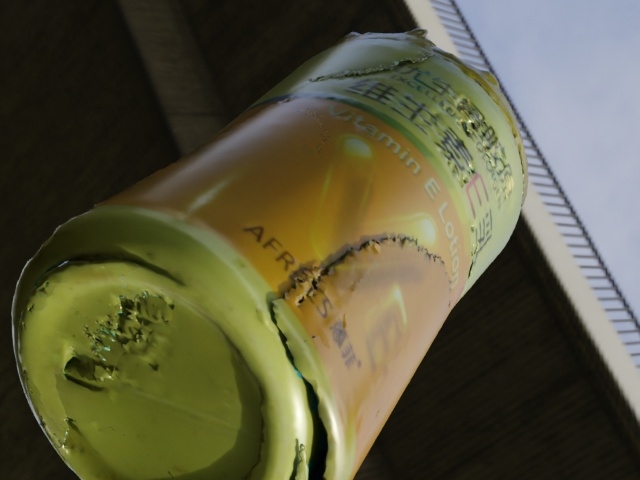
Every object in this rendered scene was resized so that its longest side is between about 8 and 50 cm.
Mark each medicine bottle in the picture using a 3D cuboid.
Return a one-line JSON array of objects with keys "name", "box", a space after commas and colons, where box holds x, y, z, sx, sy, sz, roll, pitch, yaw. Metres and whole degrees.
[{"name": "medicine bottle", "box": [0.000, 0.000, 0.427, 0.124, 0.239, 0.124, 13, -57, 21]}]
